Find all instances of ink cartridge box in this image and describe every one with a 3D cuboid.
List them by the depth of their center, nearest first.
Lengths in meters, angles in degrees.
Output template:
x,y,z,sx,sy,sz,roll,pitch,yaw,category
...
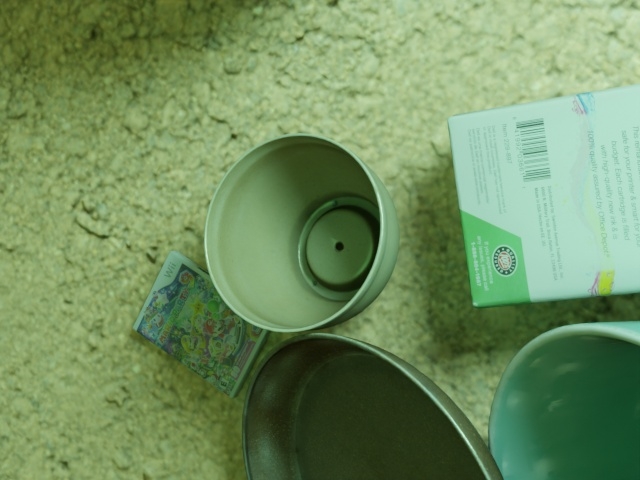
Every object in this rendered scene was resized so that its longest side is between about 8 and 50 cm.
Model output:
x,y,z,sx,sy,sz,roll,pitch,yaw,category
0.220,-0.037,1.003,0.212,0.093,0.154,-8,91,26,ink cartridge box

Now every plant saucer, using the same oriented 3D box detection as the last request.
x,y,z,sx,sy,sz,roll,pitch,yaw,category
0.052,0.214,1.058,0.311,0.050,0.310,25,126,40,plant saucer

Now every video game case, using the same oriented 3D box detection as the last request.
x,y,z,sx,sy,sz,roll,pitch,yaw,category
-0.108,0.077,1.200,0.122,0.011,0.087,32,105,19,video game case

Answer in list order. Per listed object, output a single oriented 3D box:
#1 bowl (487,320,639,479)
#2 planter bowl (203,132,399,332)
x,y,z,sx,sy,sz,roll,pitch,yaw,category
0.280,0.179,0.911,0.311,0.163,0.311,37,137,43,bowl
0.000,0.000,1.087,0.162,0.109,0.162,-4,81,27,planter bowl
